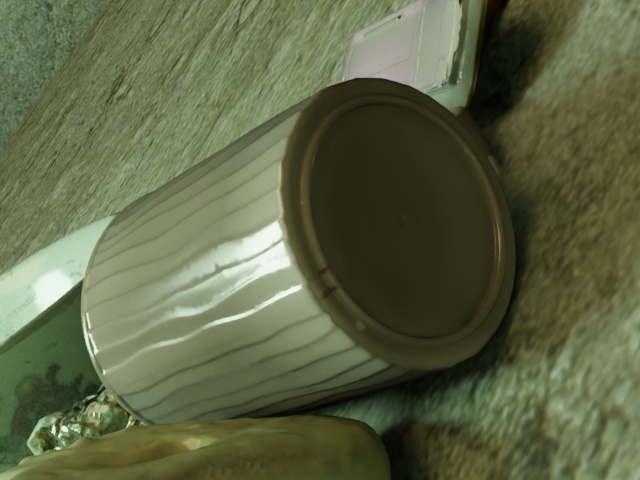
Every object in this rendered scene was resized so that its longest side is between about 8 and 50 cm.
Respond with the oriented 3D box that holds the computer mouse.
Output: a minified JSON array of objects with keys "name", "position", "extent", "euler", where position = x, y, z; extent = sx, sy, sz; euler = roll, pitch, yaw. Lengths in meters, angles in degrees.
[{"name":"computer mouse","position":[0.084,-0.153,1.027],"extent":[0.245,0.056,0.126],"euler":[170,110,-66]}]

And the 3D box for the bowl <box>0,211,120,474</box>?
[{"name":"bowl","position":[-0.313,0.170,1.204],"extent":[0.435,0.196,0.435],"euler":[-31,14,9]}]

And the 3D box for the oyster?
[{"name":"oyster","position":[-0.147,0.129,0.976],"extent":[0.125,0.064,0.177],"euler":[-20,12,44]}]

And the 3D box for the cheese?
[{"name":"cheese","position":[-0.058,0.221,0.781],"extent":[0.248,0.251,0.173],"euler":[-24,6,-9]}]

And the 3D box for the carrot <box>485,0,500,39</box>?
[{"name":"carrot","position":[0.146,-0.212,1.043],"extent":[0.032,0.032,0.093],"euler":[-18,43,57]}]

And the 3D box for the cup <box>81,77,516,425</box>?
[{"name":"cup","position":[0.004,0.018,0.877],"extent":[0.273,0.288,0.208],"euler":[-26,75,50]}]
